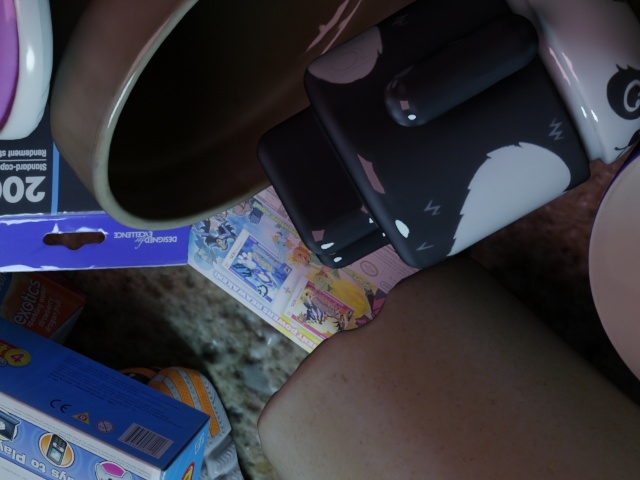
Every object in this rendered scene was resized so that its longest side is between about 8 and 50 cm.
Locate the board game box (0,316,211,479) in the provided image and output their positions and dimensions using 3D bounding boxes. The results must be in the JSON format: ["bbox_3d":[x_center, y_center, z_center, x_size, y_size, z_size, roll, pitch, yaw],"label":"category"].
[{"bbox_3d":[-0.267,0.226,1.680,0.308,0.086,0.302,24,127,15],"label":"board game box"}]

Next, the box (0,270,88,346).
[{"bbox_3d":[-0.339,0.126,1.799,0.122,0.128,0.257,38,130,5],"label":"box"}]

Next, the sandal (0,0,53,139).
[{"bbox_3d":[-0.279,-0.142,1.335,0.416,0.102,0.169,-2,102,67],"label":"sandal"}]

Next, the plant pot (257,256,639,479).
[{"bbox_3d":[0.126,0.192,1.432,0.305,0.334,0.334,50,131,15],"label":"plant pot"}]

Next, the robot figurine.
[{"bbox_3d":[0.100,-0.086,1.338,0.278,0.209,0.174,-29,115,3],"label":"robot figurine"}]

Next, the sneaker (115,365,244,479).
[{"bbox_3d":[-0.148,0.267,1.790,0.180,0.124,0.321,-7,102,38],"label":"sneaker"}]

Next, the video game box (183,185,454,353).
[{"bbox_3d":[0.000,0.000,1.577,0.205,0.048,0.187,36,127,8],"label":"video game box"}]

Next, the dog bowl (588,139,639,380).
[{"bbox_3d":[0.329,0.013,1.352,0.264,0.104,0.265,14,123,23],"label":"dog bowl"}]

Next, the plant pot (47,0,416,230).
[{"bbox_3d":[-0.117,-0.215,1.380,0.280,0.323,0.323,46,132,20],"label":"plant pot"}]

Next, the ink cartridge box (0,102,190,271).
[{"bbox_3d":[-0.192,-0.070,1.538,0.045,0.206,0.208,-143,53,-63],"label":"ink cartridge box"}]
